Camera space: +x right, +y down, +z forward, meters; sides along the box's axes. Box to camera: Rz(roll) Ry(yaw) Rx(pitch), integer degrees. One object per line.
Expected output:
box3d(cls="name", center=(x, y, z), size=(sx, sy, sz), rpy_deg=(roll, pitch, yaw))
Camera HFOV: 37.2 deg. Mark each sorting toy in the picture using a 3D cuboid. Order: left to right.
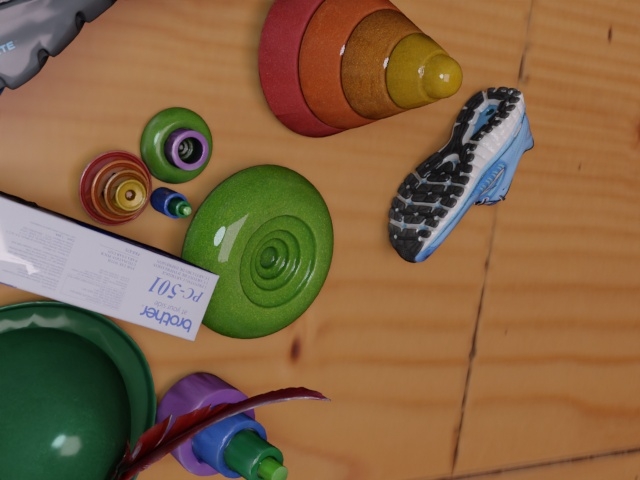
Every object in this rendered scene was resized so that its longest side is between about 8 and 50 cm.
box3d(cls="sorting toy", center=(-0.103, -0.041, 0.611), size=(0.102, 0.042, 0.061), rpy_deg=(-37, 120, -21))
box3d(cls="sorting toy", center=(0.000, 0.000, 0.634), size=(0.127, 0.126, 0.366), rpy_deg=(19, 92, -45))

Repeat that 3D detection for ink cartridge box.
box3d(cls="ink cartridge box", center=(-0.171, 0.000, 0.543), size=(0.207, 0.097, 0.046), rpy_deg=(23, 87, -35))

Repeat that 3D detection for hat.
box3d(cls="hat", center=(-0.142, 0.136, 0.539), size=(0.173, 0.183, 0.208), rpy_deg=(16, 97, -33))

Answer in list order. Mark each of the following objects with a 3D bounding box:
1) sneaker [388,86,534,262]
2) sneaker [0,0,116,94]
box3d(cls="sneaker", center=(0.120, -0.042, 0.748), size=(0.162, 0.063, 0.073), rpy_deg=(-50, 127, -12))
box3d(cls="sneaker", center=(-0.113, -0.197, 0.512), size=(0.341, 0.125, 0.140), rpy_deg=(-37, 119, -21))
